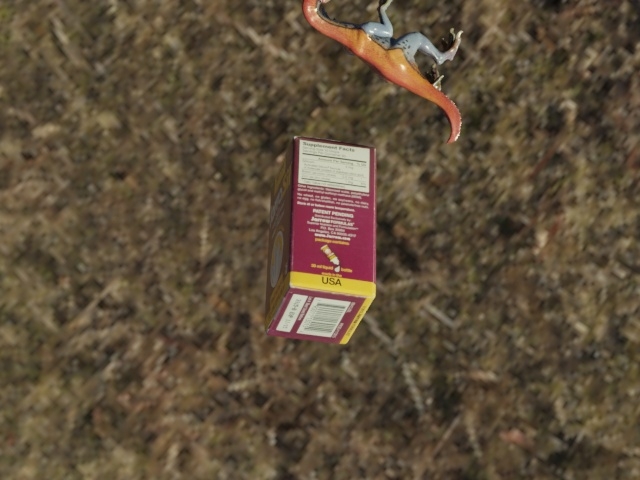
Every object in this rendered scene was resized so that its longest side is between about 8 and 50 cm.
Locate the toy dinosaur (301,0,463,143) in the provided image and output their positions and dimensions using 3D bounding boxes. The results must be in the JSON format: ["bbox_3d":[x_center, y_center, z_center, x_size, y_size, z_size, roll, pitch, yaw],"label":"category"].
[{"bbox_3d":[0.030,-0.100,0.759,0.082,0.090,0.047,10,131,-31],"label":"toy dinosaur"}]

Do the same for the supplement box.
[{"bbox_3d":[0.000,0.000,0.733,0.043,0.083,0.055,8,149,-11],"label":"supplement box"}]
